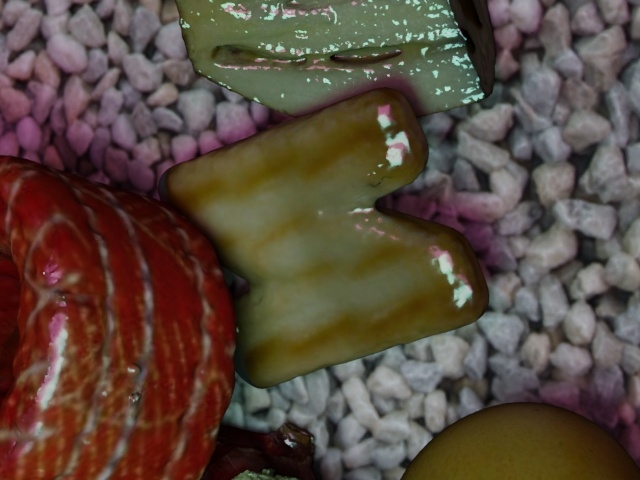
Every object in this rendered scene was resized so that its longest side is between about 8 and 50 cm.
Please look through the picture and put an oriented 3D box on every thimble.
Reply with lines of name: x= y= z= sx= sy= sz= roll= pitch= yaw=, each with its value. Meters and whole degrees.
thimble: x=-0.257 y=0.107 z=1.812 sx=0.350 sy=0.230 sz=0.350 roll=-10 pitch=75 yaw=43

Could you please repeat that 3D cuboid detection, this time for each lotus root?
lotus root: x=0.003 y=-0.234 z=1.816 sx=0.260 sy=0.149 sz=0.267 roll=-14 pitch=112 yaw=23

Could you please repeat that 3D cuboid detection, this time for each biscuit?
biscuit: x=0.000 y=0.000 z=1.827 sx=0.290 sy=0.062 sz=0.237 roll=-21 pitch=97 yaw=34

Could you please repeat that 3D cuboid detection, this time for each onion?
onion: x=-0.061 y=0.252 z=1.881 sx=0.206 sy=0.098 sz=0.151 roll=33 pitch=103 yaw=13

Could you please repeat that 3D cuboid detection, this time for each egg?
egg: x=0.171 y=0.301 z=1.737 sx=0.250 sy=0.250 sz=0.322 roll=15 pitch=102 yaw=15

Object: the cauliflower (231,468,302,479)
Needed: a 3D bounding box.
cauliflower: x=-0.054 y=0.359 z=1.755 sx=0.275 sy=0.250 sz=0.272 roll=-33 pitch=51 yaw=5
